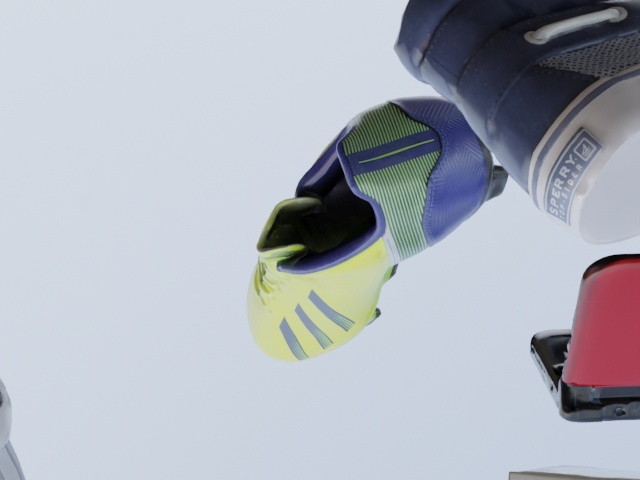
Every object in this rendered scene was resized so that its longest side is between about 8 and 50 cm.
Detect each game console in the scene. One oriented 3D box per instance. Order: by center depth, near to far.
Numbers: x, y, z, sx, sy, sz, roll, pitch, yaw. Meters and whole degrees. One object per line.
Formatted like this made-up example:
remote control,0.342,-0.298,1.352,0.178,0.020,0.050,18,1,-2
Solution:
game console,0.167,0.027,0.777,0.144,0.085,0.124,-1,-163,-4

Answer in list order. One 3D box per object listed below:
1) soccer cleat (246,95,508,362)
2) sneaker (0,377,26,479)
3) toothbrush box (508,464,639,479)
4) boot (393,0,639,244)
soccer cleat,0.000,-0.001,1.111,0.121,0.093,0.289,-13,162,-29
sneaker,-0.187,0.130,0.674,0.228,0.132,0.086,-16,-166,32
toothbrush box,0.235,0.303,1.282,0.206,0.283,0.122,1,177,27
boot,0.114,-0.057,0.567,0.190,0.069,0.086,-10,-134,-42
